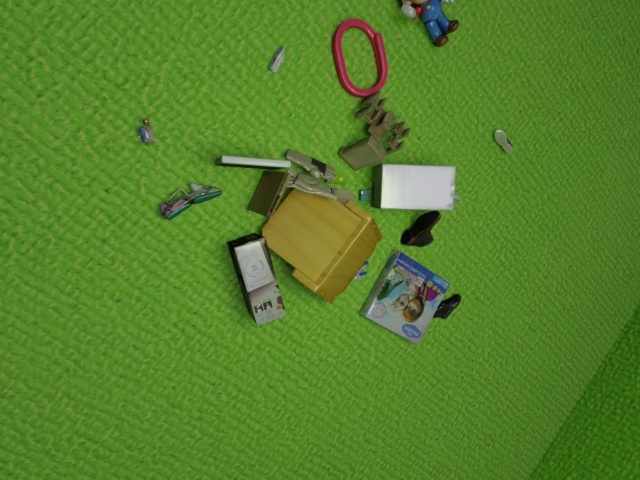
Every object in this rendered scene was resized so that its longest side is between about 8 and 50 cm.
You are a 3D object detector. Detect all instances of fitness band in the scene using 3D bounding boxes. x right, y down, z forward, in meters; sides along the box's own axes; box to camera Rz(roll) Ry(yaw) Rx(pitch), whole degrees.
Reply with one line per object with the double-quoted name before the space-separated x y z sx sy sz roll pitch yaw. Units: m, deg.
"fitness band" 0.154 -0.712 1.574 0.209 0.054 0.291 -17 102 -16

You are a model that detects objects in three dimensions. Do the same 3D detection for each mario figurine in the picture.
"mario figurine" 0.432 -0.930 1.582 0.320 0.170 0.198 37 48 -29

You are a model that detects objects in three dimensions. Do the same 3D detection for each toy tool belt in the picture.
"toy tool belt" -0.584 -0.359 1.331 0.051 0.052 0.083 -23 104 -26

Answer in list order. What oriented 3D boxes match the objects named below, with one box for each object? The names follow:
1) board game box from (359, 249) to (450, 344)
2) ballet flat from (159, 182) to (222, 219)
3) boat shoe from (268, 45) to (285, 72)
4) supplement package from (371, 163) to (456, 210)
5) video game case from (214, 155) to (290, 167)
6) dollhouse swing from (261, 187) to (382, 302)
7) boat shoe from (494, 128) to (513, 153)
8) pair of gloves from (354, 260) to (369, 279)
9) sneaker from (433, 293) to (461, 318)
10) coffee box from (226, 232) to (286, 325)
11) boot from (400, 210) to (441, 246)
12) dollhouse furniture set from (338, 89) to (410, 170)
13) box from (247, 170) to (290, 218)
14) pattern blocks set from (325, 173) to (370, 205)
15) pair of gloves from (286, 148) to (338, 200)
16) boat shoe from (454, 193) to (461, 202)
"board game box" 0.377 0.253 1.776 0.319 0.066 0.318 30 86 -22
"ballet flat" -0.458 -0.151 1.402 0.221 0.077 0.079 -29 87 -15
"boat shoe" -0.153 -0.660 1.472 0.035 0.035 0.100 33 80 -49
"supplement package" 0.367 -0.212 1.616 0.293 0.175 0.177 1 97 -5
"video game case" -0.240 -0.268 1.392 0.227 0.206 0.026 0 97 -21
"dollhouse swing" 0.000 0.000 1.573 0.347 0.305 0.315 -53 154 -5
"boat shoe" 0.857 -0.468 1.882 0.137 0.049 0.043 45 38 -18
"pair of gloves" 0.114 0.098 1.677 0.198 0.023 0.159 44 81 -19
"sneaker" 0.578 0.300 1.868 0.089 0.051 0.170 42 85 -25
"coffee box" -0.234 0.135 1.469 0.119 0.168 0.297 -18 104 -18
"boot" 0.453 -0.046 1.718 0.106 0.219 0.082 16 48 -31
"dollhouse furniture set" 0.203 -0.417 1.599 0.212 0.161 0.242 40 61 -27
"box" -0.189 -0.169 1.429 0.021 0.201 0.164 25 88 -32
"pattern blocks set" 0.050 -0.126 1.619 0.325 0.026 0.285 9 95 -22
"pair of gloves" -0.036 -0.240 1.482 0.204 0.240 0.042 17 128 -18
"boat shoe" 0.504 -0.185 1.769 0.226 0.083 0.075 10 101 -10
